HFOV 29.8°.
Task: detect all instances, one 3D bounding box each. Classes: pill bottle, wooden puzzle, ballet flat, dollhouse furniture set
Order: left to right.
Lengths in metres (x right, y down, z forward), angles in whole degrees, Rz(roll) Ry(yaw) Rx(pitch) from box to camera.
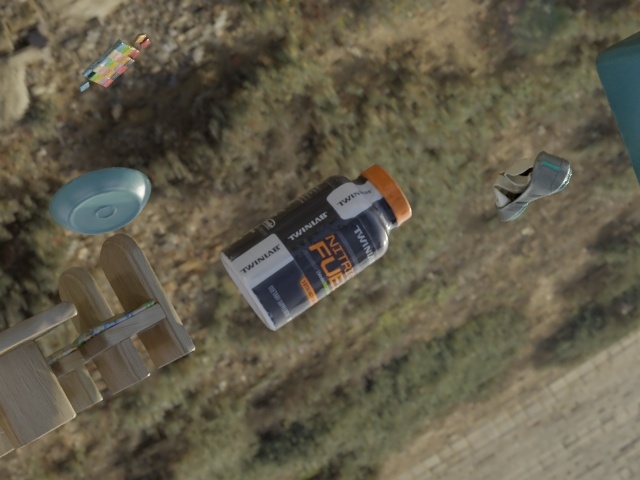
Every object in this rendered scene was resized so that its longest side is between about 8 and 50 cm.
[{"bbox_3d":[-0.248,0.071,0.784,0.212,0.161,0.242,-28,179,-40],"label":"dollhouse furniture set"},{"bbox_3d":[-0.200,-0.171,1.159,0.083,0.006,0.049,-41,168,8],"label":"wooden puzzle"},{"bbox_3d":[0.000,0.000,1.593,0.245,0.130,0.130,-35,151,-8],"label":"pill bottle"},{"bbox_3d":[0.292,-0.085,1.762,0.068,0.072,0.213,24,161,-11],"label":"ballet flat"}]

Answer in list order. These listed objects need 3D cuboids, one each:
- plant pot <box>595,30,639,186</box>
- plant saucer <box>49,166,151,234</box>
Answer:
[{"bbox_3d":[0.323,-0.081,0.698,0.165,0.166,0.234,-30,-168,-35],"label":"plant pot"},{"bbox_3d":[-0.248,-0.039,1.371,0.119,0.021,0.119,-17,152,-9],"label":"plant saucer"}]
